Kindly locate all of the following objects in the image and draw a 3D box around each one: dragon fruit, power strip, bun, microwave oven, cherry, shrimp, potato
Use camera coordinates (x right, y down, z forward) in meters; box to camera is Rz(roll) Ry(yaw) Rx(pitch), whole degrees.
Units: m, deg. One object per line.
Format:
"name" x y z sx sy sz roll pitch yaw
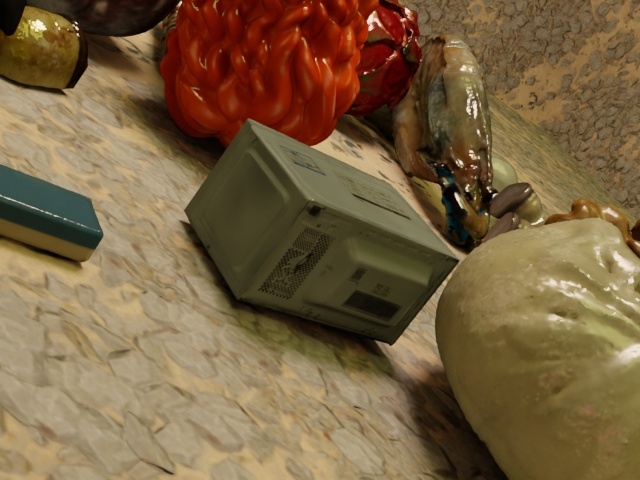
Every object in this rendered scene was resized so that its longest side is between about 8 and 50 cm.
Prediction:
"dragon fruit" 0.039 -0.303 1.761 0.293 0.233 0.234 -27 57 -25
"power strip" -0.224 -0.026 0.776 0.123 0.032 0.056 23 21 -37
"bun" 0.271 0.126 0.982 0.365 0.219 0.365 42 20 -19
"microwave oven" 0.000 0.000 0.998 0.208 0.122 0.162 21 24 -41
"cherry" -0.277 -0.358 1.238 0.255 0.218 0.296 15 14 -43
"shrimp" 0.197 -0.165 1.719 0.110 0.221 0.445 20 41 -27
"potato" -0.293 -0.198 1.040 0.096 0.066 0.103 37 19 11

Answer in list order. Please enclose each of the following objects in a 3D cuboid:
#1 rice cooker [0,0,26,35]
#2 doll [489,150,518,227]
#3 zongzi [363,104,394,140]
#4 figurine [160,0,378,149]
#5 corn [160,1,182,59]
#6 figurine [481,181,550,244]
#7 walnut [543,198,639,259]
"rice cooker" -0.297 -0.180 0.650 0.227 0.280 0.241 17 19 -10
"doll" 0.302 -0.110 1.898 0.155 0.113 0.275 34 18 -1
"zongzi" 0.162 -0.212 1.986 0.205 0.094 0.204 22 -13 10
"figurine" -0.063 -0.298 1.258 0.241 0.306 0.411 22 44 -30
"corn" -0.180 -0.287 1.472 0.092 0.092 0.280 31 23 -19
"figurine" 0.399 0.060 1.496 0.381 0.203 0.248 31 21 -14
"walnut" 0.332 0.076 1.245 0.269 0.244 0.221 32 13 -4
